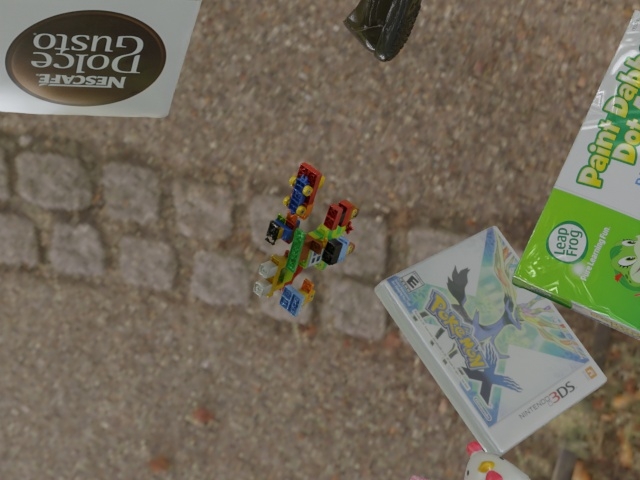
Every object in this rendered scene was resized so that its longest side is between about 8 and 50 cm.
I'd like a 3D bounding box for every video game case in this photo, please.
[{"bbox_3d":[0.283,0.156,2.025,0.329,0.300,0.036,55,139,13],"label":"video game case"}]

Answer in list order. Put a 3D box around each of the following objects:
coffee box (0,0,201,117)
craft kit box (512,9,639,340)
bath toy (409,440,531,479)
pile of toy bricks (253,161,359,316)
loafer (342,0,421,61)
[{"bbox_3d":[-0.277,-0.332,1.038,0.337,0.338,0.334,0,150,-19],"label":"coffee box"},{"bbox_3d":[0.319,-0.029,1.016,0.246,0.250,0.061,24,176,13],"label":"craft kit box"},{"bbox_3d":[0.098,0.351,1.499,0.348,0.129,0.151,-23,159,-7],"label":"bath toy"},{"bbox_3d":[0.000,0.000,1.651,0.118,0.105,0.212,37,126,27],"label":"pile of toy bricks"},{"bbox_3d":[0.076,-0.291,1.259,0.078,0.080,0.220,26,116,10],"label":"loafer"}]
